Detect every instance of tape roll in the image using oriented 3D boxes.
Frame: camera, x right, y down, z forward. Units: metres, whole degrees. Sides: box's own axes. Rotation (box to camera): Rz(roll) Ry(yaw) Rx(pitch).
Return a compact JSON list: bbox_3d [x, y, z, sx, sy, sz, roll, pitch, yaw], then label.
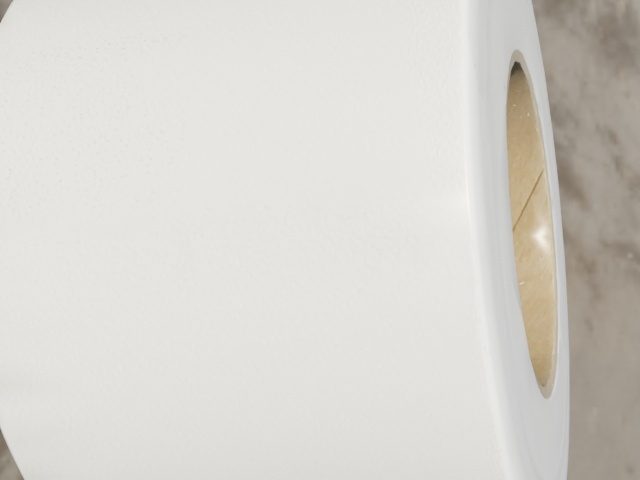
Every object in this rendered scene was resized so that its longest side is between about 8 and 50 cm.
[{"bbox_3d":[0.000,0.000,0.494,0.246,0.169,0.246,-4,90,-73],"label":"tape roll"}]
